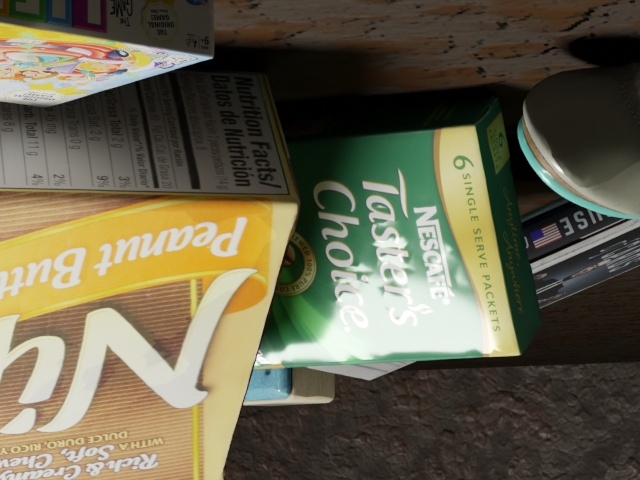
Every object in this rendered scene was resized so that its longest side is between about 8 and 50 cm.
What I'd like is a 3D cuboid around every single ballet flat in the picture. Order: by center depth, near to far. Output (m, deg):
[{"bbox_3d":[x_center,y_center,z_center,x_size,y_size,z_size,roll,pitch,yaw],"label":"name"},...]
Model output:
[{"bbox_3d":[0.161,-0.047,0.784,0.068,0.072,0.213,-39,152,31],"label":"ballet flat"}]

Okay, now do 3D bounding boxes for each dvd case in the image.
[{"bbox_3d":[0.112,0.011,0.986,0.238,0.029,0.179,-23,170,8],"label":"dvd case"}]

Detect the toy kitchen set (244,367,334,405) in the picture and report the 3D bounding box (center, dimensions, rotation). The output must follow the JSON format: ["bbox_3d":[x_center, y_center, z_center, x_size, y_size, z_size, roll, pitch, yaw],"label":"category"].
[{"bbox_3d":[-0.122,0.032,1.063,0.207,0.122,0.166,-8,170,43],"label":"toy kitchen set"}]

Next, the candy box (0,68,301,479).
[{"bbox_3d":[-0.182,0.020,0.764,0.316,0.087,0.183,1,134,-17],"label":"candy box"}]

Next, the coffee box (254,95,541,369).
[{"bbox_3d":[0.000,0.000,0.868,0.184,0.113,0.040,-3,-160,22],"label":"coffee box"}]

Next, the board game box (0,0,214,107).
[{"bbox_3d":[-0.126,-0.072,0.624,0.154,0.026,0.103,5,171,-40],"label":"board game box"}]
